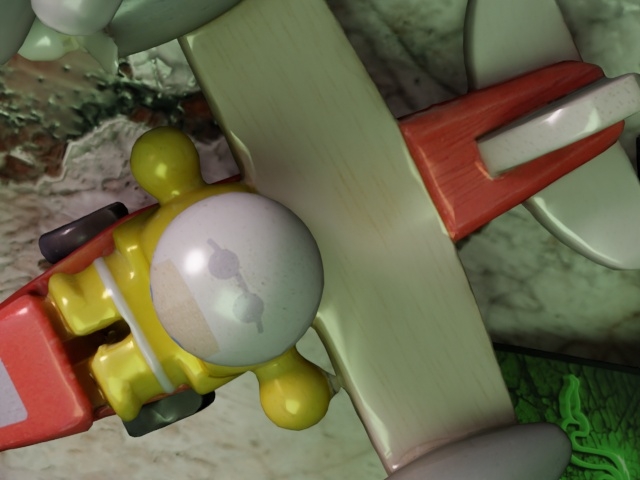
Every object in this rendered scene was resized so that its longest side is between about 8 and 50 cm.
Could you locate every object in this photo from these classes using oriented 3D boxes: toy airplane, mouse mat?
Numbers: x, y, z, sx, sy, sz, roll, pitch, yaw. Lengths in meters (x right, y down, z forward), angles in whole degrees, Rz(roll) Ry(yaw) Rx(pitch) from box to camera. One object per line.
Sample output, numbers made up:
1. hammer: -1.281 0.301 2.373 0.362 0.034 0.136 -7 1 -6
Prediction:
1. toy airplane: 0.000 0.000 1.054 0.386 0.272 0.384 21 101 7
2. mouse mat: 0.165 0.151 1.258 0.152 0.007 0.190 8 126 25

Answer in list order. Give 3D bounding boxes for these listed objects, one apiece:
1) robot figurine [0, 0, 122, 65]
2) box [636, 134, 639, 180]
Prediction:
1. robot figurine: -0.195 -0.217 0.924 0.300 0.200 0.353 31 110 10
2. box: 0.282 0.034 1.186 0.175 0.051 0.220 -4 121 7
